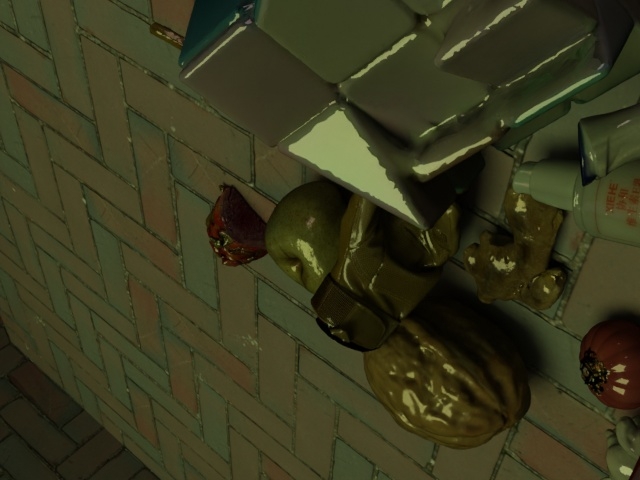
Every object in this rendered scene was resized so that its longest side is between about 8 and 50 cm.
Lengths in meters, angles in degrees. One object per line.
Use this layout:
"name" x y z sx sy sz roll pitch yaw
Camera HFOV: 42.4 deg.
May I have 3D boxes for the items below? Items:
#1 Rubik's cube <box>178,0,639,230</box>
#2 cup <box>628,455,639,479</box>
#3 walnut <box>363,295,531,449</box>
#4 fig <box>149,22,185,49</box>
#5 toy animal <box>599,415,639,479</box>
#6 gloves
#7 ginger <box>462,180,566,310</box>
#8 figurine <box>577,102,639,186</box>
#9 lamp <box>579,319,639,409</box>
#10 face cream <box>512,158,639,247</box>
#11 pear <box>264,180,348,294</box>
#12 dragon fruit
"Rubik's cube" 0.078 -0.213 0.714 0.368 0.387 0.358 32 135 -31
"cup" 0.410 0.240 0.842 0.203 0.203 0.288 22 102 37
"walnut" 0.171 0.182 1.154 0.245 0.198 0.198 41 147 28
"fig" -0.078 -0.239 1.026 0.175 0.207 0.175 21 128 31
"toy animal" 0.399 0.287 1.060 0.131 0.104 0.221 44 146 8
"gloves" 0.100 -0.013 1.064 0.154 0.141 0.331 35 110 24
"ginger" 0.236 0.010 1.026 0.133 0.059 0.214 15 135 36
"figurine" 0.348 -0.095 0.661 0.274 0.194 0.133 -8 85 39
"lamp" 0.356 0.148 0.985 0.107 0.092 0.107 171 90 -74
"face cream" 0.310 -0.047 0.843 0.252 0.101 0.101 17 134 41
"pear" 0.000 0.000 1.234 0.167 0.136 0.167 33 147 25
"dragon fruit" -0.161 -0.012 1.452 0.147 0.096 0.102 45 150 12
